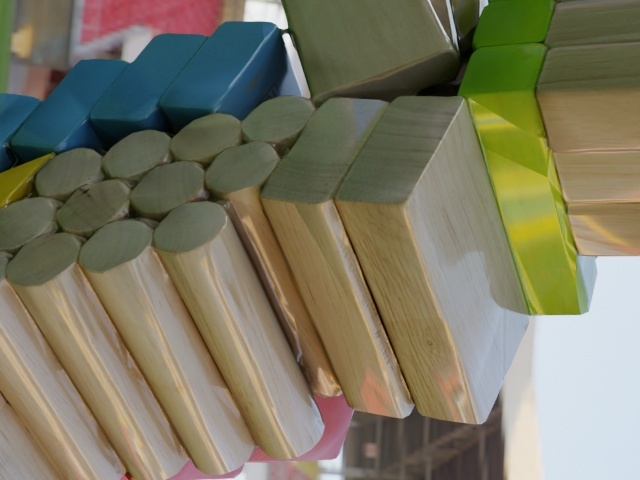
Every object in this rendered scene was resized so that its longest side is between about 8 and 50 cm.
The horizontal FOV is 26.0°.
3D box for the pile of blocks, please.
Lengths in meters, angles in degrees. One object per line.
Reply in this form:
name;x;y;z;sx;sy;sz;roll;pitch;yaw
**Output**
pile of blocks;0.000;0.000;0.411;0.149;0.362;0.112;-101;172;-50
